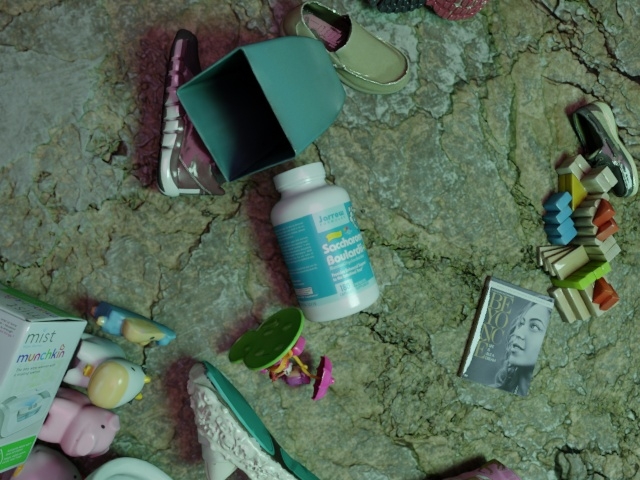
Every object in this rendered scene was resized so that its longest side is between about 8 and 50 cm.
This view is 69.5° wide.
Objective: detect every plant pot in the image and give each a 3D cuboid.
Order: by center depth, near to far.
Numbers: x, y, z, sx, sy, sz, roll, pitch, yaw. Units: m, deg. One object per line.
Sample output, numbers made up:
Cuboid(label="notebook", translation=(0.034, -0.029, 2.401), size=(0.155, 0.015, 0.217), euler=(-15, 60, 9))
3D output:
Cuboid(label="plant pot", translation=(-0.072, -0.236, 0.764), size=(0.234, 0.166, 0.165), euler=(-47, 116, -44))

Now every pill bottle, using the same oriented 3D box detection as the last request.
Cuboid(label="pill bottle", translation=(0.000, 0.000, 0.821), size=(0.146, 0.146, 0.264), euler=(-20, 94, -13))

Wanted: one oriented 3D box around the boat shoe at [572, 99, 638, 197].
Cuboid(label="boat shoe", translation=(0.612, -0.192, 1.005), size=(0.074, 0.080, 0.223), euler=(-20, 89, -7))

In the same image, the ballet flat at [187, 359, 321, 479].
Cuboid(label="ballet flat", translation=(-0.112, 0.396, 0.792), size=(0.147, 0.147, 0.409), euler=(-42, 98, -10))

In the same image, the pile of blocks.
Cuboid(label="pile of blocks", translation=(0.553, -0.002, 0.968), size=(0.149, 0.113, 0.362), euler=(-6, 90, -13))

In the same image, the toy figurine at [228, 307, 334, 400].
Cuboid(label="toy figurine", translation=(-0.054, 0.226, 0.829), size=(0.159, 0.173, 0.130), euler=(51, 35, -24))

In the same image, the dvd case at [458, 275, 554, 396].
Cuboid(label="dvd case", translation=(0.397, 0.205, 0.978), size=(0.165, 0.018, 0.221), euler=(19, 85, -12))

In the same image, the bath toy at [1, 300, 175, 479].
Cuboid(label="bath toy", translation=(-0.374, 0.279, 0.744), size=(0.129, 0.151, 0.348), euler=(30, 87, -34))

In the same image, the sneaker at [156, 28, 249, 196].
Cuboid(label="sneaker", translation=(-0.194, -0.210, 0.812), size=(0.163, 0.106, 0.281), euler=(5, 96, -21))

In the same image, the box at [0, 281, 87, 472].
Cuboid(label="box", translation=(-0.523, 0.173, 0.662), size=(0.262, 0.127, 0.231), euler=(19, 83, 12))

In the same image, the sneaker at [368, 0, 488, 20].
Cuboid(label="sneaker", translation=(0.219, -0.518, 0.898), size=(0.299, 0.121, 0.112), euler=(-4, 60, -21))

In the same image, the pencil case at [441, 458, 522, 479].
Cuboid(label="pencil case", translation=(0.228, 0.561, 0.865), size=(0.386, 0.160, 0.167), euler=(-18, 102, -13))

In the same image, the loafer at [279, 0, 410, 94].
Cuboid(label="loafer", translation=(0.054, -0.358, 0.864), size=(0.269, 0.092, 0.101), euler=(18, 85, -12))

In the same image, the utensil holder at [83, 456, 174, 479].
Cuboid(label="utensil holder", translation=(-0.367, 0.562, 0.635), size=(0.385, 0.327, 0.327), euler=(-36, 97, -6))
